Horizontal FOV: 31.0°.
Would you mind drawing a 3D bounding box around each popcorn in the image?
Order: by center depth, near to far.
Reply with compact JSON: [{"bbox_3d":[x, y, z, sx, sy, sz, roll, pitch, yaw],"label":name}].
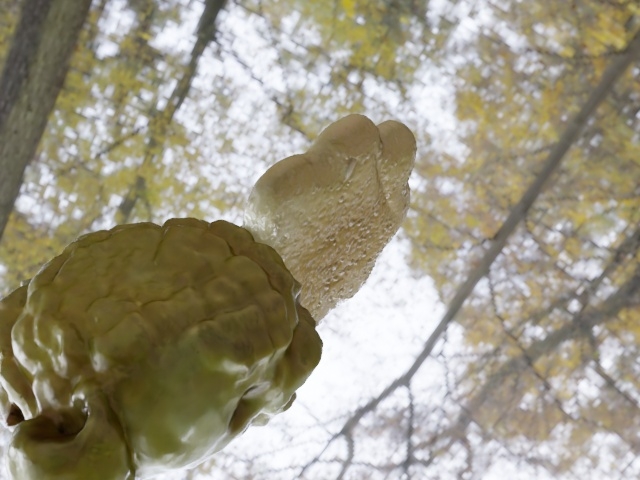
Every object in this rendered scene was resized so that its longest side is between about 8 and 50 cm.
[{"bbox_3d":[-0.152,0.088,0.940,0.286,0.174,0.225,-32,-130,-25],"label":"popcorn"}]

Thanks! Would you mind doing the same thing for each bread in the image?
[{"bbox_3d":[0.000,0.000,1.251,0.054,0.316,0.316,37,-148,26],"label":"bread"}]
